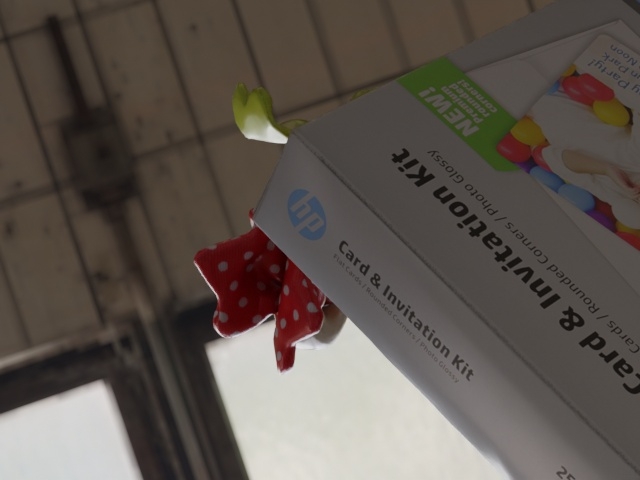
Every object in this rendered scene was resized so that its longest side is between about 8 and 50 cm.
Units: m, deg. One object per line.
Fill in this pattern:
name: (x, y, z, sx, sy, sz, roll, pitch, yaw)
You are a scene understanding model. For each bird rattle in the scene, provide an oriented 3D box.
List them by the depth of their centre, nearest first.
bird rattle: (0.000, 0.000, 1.461, 0.143, 0.253, 0.207, -4, 148, 13)

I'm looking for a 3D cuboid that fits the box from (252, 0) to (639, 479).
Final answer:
box: (0.096, -0.002, 0.500, 0.186, 0.145, 0.038, -29, 156, -39)
